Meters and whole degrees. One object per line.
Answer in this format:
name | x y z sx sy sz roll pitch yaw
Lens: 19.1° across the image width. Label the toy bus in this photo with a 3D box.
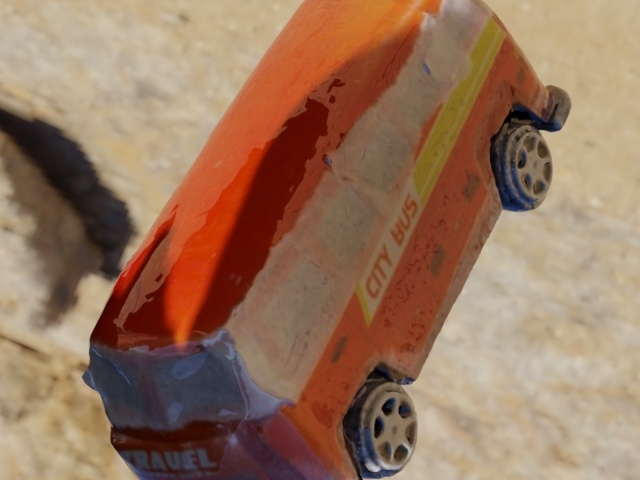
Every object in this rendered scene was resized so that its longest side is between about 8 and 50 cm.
toy bus | 0.000 0.000 0.534 0.079 0.174 0.077 -3 134 40
